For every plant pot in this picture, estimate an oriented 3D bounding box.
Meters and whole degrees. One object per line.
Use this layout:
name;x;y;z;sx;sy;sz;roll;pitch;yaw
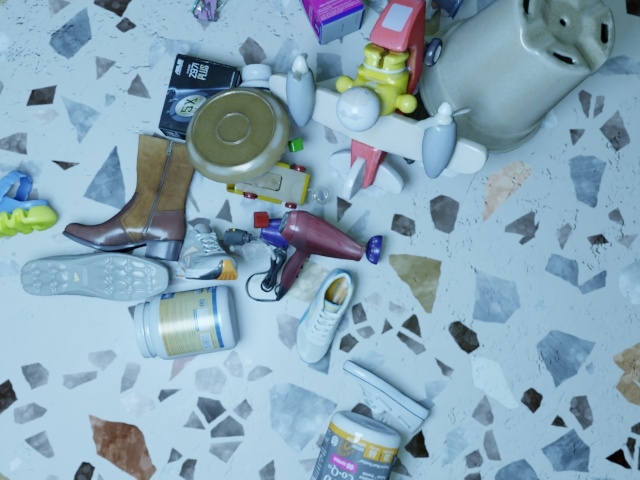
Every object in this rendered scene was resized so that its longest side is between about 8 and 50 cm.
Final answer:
plant pot;0.424;-0.390;1.228;0.334;0.305;0.333;3;78;-16
plant pot;-0.182;-0.235;1.247;0.237;0.032;0.236;-3;71;9

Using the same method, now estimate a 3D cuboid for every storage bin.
storage bin;0.299;-0.583;1.299;0.091;0.098;0.135;30;86;-1

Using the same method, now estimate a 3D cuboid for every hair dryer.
hair dryer;-0.048;0.027;1.280;0.294;0.223;0.080;-8;43;13

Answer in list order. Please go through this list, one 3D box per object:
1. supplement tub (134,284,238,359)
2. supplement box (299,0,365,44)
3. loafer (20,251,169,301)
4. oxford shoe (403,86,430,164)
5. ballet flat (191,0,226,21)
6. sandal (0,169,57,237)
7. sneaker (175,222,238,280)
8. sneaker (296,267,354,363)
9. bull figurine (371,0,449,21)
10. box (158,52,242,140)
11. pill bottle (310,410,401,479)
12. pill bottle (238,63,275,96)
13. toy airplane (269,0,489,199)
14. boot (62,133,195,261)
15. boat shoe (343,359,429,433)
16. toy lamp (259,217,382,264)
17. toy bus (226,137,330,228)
supplement tub;-0.289;0.181;1.272;0.200;0.144;0.144;-9;86;-3
supplement box;0.005;-0.593;1.359;0.114;0.111;0.220;-24;86;-3
loafer;-0.487;0.074;1.286;0.320;0.111;0.111;3;97;1
oxford shoe;0.225;-0.282;1.364;0.096;0.083;0.227;20;73;2
ballet flat;-0.240;-0.621;1.377;0.079;0.077;0.221;16;90;-19
sandal;-0.756;-0.068;1.290;0.318;0.126;0.138;-12;83;-11
sneaker;-0.246;0.022;1.229;0.099;0.262;0.120;4;88;-30
sneaker;0.007;0.169;1.312;0.088;0.092;0.228;21;86;-2
bull figurine;0.199;-0.633;1.376;0.311;0.101;0.188;10;89;-1
box;-0.275;-0.319;1.343;0.148;0.077;0.180;14;85;-1
pill bottle;0.058;0.525;1.253;0.162;0.162;0.278;19;85;-1
pill bottle;-0.143;-0.312;1.340;0.094;0.094;0.169;-2;86;-3
toy airplane;0.102;-0.256;1.210;0.386;0.272;0.384;-22;95;30
boot;-0.423;-0.107;1.313;0.264;0.096;0.280;8;85;-1
boat shoe;0.137;0.355;1.307;0.226;0.083;0.075;33;84;0
toy lamp;0.000;0.000;1.331;0.275;0.080;0.080;11;85;-1
toy bus;-0.112;-0.133;1.320;0.191;0.104;0.202;-34;109;-17
